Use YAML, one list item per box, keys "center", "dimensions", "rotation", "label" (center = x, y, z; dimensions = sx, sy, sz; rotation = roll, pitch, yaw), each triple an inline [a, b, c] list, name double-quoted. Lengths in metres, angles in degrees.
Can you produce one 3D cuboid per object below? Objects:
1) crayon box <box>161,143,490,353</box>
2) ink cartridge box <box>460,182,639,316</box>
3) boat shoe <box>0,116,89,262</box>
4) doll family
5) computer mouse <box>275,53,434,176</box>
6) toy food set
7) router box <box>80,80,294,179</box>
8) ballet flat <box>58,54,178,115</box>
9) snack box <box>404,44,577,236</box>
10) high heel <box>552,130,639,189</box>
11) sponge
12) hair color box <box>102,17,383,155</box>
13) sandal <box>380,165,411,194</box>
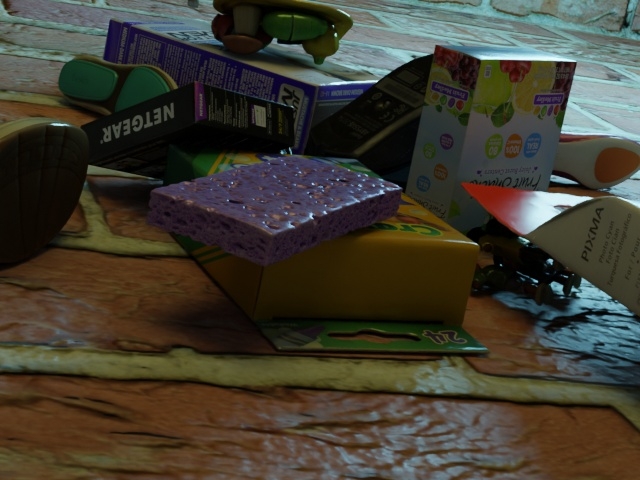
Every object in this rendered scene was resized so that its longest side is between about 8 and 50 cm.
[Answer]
- center: [0.000, 0.000, 1.272]
  dimensions: [0.203, 0.083, 0.323]
  rotation: [3, 19, -26]
  label: "crayon box"
- center: [0.353, -0.008, 1.291]
  dimensions: [0.308, 0.091, 0.385]
  rotation: [5, 20, -26]
  label: "ink cartridge box"
- center: [-0.308, -0.042, 1.131]
  dimensions: [0.110, 0.122, 0.341]
  rotation: [19, 19, 20]
  label: "boat shoe"
- center: [0.201, 0.009, 1.411]
  dimensions: [0.111, 0.076, 0.193]
  rotation: [15, 11, 28]
  label: "doll family"
- center: [0.058, -0.111, 1.561]
  dimensions: [0.272, 0.072, 0.188]
  rotation: [-32, 31, -8]
  label: "computer mouse"
- center: [-0.069, -0.258, 1.763]
  dimensions: [0.217, 0.071, 0.128]
  rotation: [9, -6, -13]
  label: "toy food set"
- center: [-0.134, -0.105, 1.416]
  dimensions: [0.179, 0.046, 0.133]
  rotation: [-14, -17, 41]
  label: "router box"
- center: [-0.224, -0.173, 1.717]
  dimensions: [0.086, 0.086, 0.248]
  rotation: [-3, 21, -41]
  label: "ballet flat"
- center: [0.177, -0.098, 1.497]
  dimensions: [0.174, 0.207, 0.070]
  rotation: [-7, 25, -46]
  label: "snack box"
- center: [0.316, -0.123, 1.905]
  dimensions: [0.244, 0.082, 0.117]
  rotation: [-8, 32, -20]
  label: "high heel"
- center: [-0.032, -0.029, 1.148]
  dimensions: [0.117, 0.031, 0.210]
  rotation: [18, 19, 27]
  label: "sponge"
- center: [-0.099, -0.200, 1.833]
  dimensions: [0.338, 0.110, 0.185]
  rotation: [23, 19, 28]
  label: "hair color box"
- center: [0.153, -0.149, 1.733]
  dimensions: [0.167, 0.107, 0.446]
  rotation: [4, 21, 11]
  label: "sandal"
